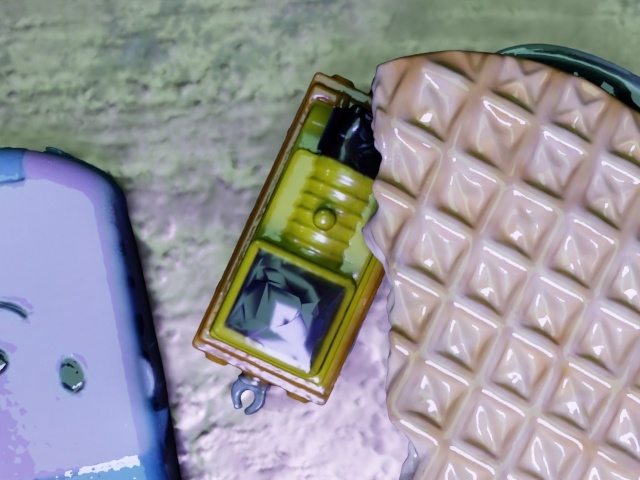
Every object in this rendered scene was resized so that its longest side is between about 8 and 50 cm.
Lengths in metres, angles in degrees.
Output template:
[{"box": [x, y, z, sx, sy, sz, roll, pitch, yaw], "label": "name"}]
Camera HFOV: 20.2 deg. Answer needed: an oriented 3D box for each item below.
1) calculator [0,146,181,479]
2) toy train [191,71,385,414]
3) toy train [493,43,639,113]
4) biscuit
[{"box": [-0.178, 0.089, 1.070, 0.173, 0.051, 0.293, -11, 88, 3], "label": "calculator"}, {"box": [0.000, 0.000, 1.020, 0.089, 0.127, 0.219, 25, 90, 2], "label": "toy train"}, {"box": [0.268, 0.003, 1.017, 0.407, 0.088, 0.086, 30, 98, 5], "label": "toy train"}, {"box": [0.128, 0.049, 0.954, 0.204, 0.040, 0.309, -3, 86, -3], "label": "biscuit"}]
